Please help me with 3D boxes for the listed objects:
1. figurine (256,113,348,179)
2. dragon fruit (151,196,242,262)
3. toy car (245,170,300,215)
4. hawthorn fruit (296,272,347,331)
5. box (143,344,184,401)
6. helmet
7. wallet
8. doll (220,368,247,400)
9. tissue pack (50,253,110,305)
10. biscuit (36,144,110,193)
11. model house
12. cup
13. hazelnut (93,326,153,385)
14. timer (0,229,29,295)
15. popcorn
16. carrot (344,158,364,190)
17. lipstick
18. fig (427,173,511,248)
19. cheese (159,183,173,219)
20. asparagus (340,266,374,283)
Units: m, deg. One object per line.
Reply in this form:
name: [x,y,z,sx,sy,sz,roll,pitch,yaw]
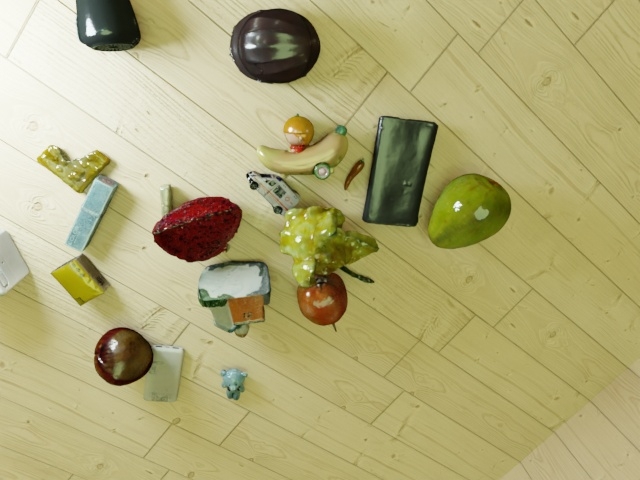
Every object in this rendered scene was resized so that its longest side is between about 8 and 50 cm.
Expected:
figurine: [-0.063,-0.330,1.522,0.325,0.124,0.222,-2,112,-2]
dragon fruit: [-0.443,-0.042,1.587,0.317,0.152,0.205,-18,132,-14]
toy car: [-0.174,-0.190,1.580,0.108,0.089,0.210,-42,113,9]
hawthorn fruit: [0.016,0.256,1.724,0.211,0.210,0.262,-15,120,-1]
box: [-0.673,0.575,1.849,0.142,0.044,0.285,10,110,-13]
helmet: [-0.143,-0.613,1.369,0.306,0.177,0.225,-8,114,-5]
wallet: [0.296,-0.253,1.630,0.229,0.062,0.406,5,110,-9]
doll: [-0.385,0.643,1.894,0.120,0.075,0.179,6,110,-6]
tissue pack: [-0.904,0.150,1.627,0.120,0.082,0.169,-28,113,6]
biscuit: [-0.853,-0.273,1.487,0.183,0.039,0.174,40,103,-20]
model house: [-0.330,0.255,1.716,0.272,0.190,0.300,-6,128,-9]
cup: [-0.664,-0.668,1.300,0.223,0.169,0.176,2,111,25]
hazelnut: [-0.790,0.459,1.712,0.230,0.229,0.229,-3,112,-6]
timer: [-1.197,0.096,1.507,0.195,0.194,0.192,-14,113,-1]
popcorn: [0.007,-0.009,1.558,0.321,0.325,0.290,-29,71,-8]
carrot: [0.125,-0.250,1.625,0.035,0.035,0.142,29,113,-17]
lipstick: [-0.821,-0.093,1.543,0.077,0.076,0.289,29,105,-18]
fig: [0.548,-0.094,1.628,0.258,0.258,0.326,32,117,-18]
cheese: [-0.560,-0.110,1.576,0.043,0.065,0.194,-1,111,-14]
asparagus: [0.122,0.127,1.777,0.236,0.027,0.034,30,116,-17]
